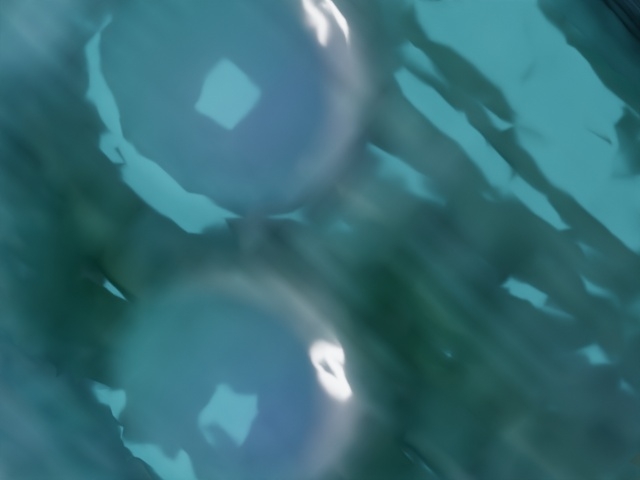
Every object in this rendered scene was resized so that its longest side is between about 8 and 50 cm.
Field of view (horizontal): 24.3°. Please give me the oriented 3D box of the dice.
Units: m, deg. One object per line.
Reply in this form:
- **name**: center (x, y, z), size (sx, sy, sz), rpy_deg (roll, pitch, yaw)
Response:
- **dice**: center (0.000, 0.000, 0.608), size (0.328, 0.330, 0.348), rpy_deg (-42, 99, 20)
